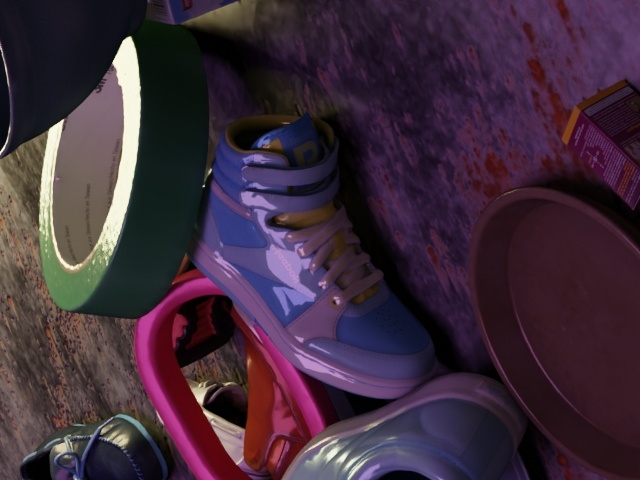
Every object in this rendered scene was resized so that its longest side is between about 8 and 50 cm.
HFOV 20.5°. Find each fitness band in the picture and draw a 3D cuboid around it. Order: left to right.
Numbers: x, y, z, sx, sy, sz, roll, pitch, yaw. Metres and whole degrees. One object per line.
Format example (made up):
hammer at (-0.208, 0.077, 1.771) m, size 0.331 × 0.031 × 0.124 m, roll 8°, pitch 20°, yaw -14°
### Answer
fitness band at (-0.081, 0.166, 1.861) m, size 0.209 × 0.054 × 0.290 m, roll -25°, pitch 95°, yaw 35°

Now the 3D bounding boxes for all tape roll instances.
tape roll at (-0.213, -0.079, 1.874) m, size 0.321 × 0.077 × 0.321 m, roll -172°, pitch 90°, yaw -66°

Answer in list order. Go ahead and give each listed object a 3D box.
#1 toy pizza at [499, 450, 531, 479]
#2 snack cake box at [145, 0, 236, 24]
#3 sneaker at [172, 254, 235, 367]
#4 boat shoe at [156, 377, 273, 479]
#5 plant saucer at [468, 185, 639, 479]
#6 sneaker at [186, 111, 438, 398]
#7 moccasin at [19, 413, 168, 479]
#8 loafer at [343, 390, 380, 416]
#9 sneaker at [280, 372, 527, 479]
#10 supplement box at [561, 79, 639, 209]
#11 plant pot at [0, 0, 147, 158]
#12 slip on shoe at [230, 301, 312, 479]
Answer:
toy pizza at (0.148, 0.227, 1.754) m, size 0.201 × 0.032 × 0.201 m, roll 34°, pitch 138°, yaw 38°
snack cake box at (-0.179, -0.354, 1.738) m, size 0.152 × 0.089 × 0.264 m, roll 21°, pitch 130°, yaw 53°
sneaker at (-0.161, 0.024, 1.996) m, size 0.136 × 0.116 × 0.314 m, roll 52°, pitch 149°, yaw 20°
boat shoe at (-0.116, 0.209, 2.111) m, size 0.258 × 0.095 × 0.084 m, roll 33°, pitch 113°, yaw 53°
plant saucer at (0.230, 0.076, 1.492) m, size 0.278 × 0.041 × 0.278 m, roll 38°, pitch 143°, yaw 36°
sneaker at (0.000, 0.000, 1.717) m, size 0.319 × 0.127 × 0.208 m, roll 36°, pitch 133°, yaw 22°
moccasin at (-0.323, 0.329, 2.499) m, size 0.342 × 0.117 × 0.137 m, roll -22°, pitch 95°, yaw 61°
loafer at (0.039, 0.191, 1.885) m, size 0.061 × 0.062 × 0.170 m, roll -145°, pitch 37°, yaw -76°
sneaker at (0.040, 0.251, 1.690) m, size 0.135 × 0.150 × 0.366 m, roll 42°, pitch 136°, yaw -3°
supplement box at (0.234, -0.073, 1.348) m, size 0.083 × 0.055 × 0.043 m, roll 49°, pitch 149°, yaw 25°
plant pot at (-0.292, -0.247, 1.715) m, size 0.293 × 0.196 × 0.293 m, roll 40°, pitch 145°, yaw 36°
slip on shoe at (-0.040, 0.211, 1.944) m, size 0.123 × 0.101 × 0.331 m, roll -120°, pitch 11°, yaw -72°
